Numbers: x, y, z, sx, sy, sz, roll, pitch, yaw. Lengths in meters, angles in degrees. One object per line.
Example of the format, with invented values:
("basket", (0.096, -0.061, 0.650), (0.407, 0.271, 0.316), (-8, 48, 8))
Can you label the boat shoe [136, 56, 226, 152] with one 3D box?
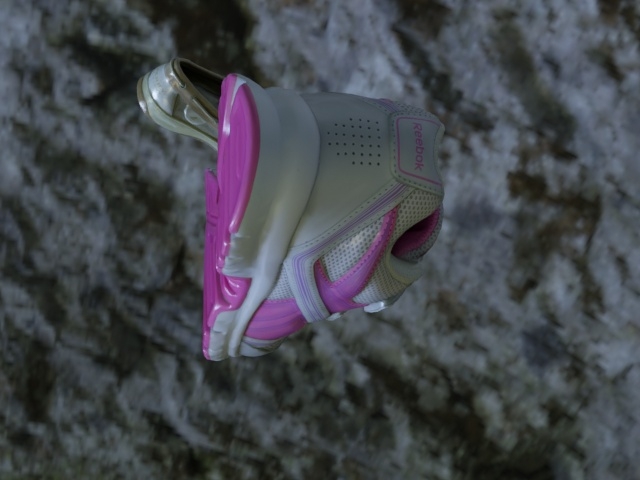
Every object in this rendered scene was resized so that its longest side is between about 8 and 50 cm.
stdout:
("boat shoe", (-0.064, -0.096, 1.161), (0.153, 0.048, 0.056), (23, -129, -38))

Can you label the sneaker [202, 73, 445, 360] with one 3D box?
("sneaker", (0.000, 0.000, 0.765), (0.111, 0.252, 0.102), (2, -104, -7))
